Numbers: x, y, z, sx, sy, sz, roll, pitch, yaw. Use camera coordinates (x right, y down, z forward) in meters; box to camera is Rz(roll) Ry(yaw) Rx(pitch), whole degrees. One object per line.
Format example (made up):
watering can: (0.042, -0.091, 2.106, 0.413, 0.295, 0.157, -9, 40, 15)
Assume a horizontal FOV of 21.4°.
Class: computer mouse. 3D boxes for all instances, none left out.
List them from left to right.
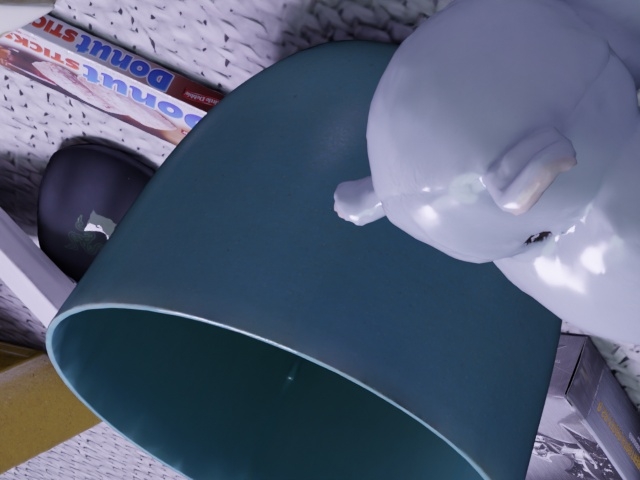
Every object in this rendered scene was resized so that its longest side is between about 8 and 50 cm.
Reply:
computer mouse: (-0.163, 0.020, 1.378, 0.188, 0.072, 0.272, 20, 154, 13)

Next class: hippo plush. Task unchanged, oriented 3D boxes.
hippo plush: (0.130, -0.093, 0.706, 0.294, 0.236, 0.234, 36, 153, -22)

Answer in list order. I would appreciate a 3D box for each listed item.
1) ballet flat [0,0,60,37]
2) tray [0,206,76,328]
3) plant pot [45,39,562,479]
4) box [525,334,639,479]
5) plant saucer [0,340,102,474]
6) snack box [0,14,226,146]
ballet flat: (-0.202, -0.183, 0.949, 0.124, 0.116, 0.342, 6, 152, -6)
tray: (-0.240, 0.024, 1.385, 0.270, 0.030, 0.145, 41, 164, 39)
plant pot: (0.018, 0.023, 1.032, 0.293, 0.235, 0.293, 21, 154, 11)
box: (0.136, 0.136, 1.349, 0.231, 0.056, 0.183, 5, 148, 36)
plant saucer: (-0.437, 0.160, 1.711, 0.332, 0.333, 0.081, 10, 109, 29)
snack box: (-0.144, -0.110, 1.168, 0.178, 0.022, 0.064, 25, 153, 2)
